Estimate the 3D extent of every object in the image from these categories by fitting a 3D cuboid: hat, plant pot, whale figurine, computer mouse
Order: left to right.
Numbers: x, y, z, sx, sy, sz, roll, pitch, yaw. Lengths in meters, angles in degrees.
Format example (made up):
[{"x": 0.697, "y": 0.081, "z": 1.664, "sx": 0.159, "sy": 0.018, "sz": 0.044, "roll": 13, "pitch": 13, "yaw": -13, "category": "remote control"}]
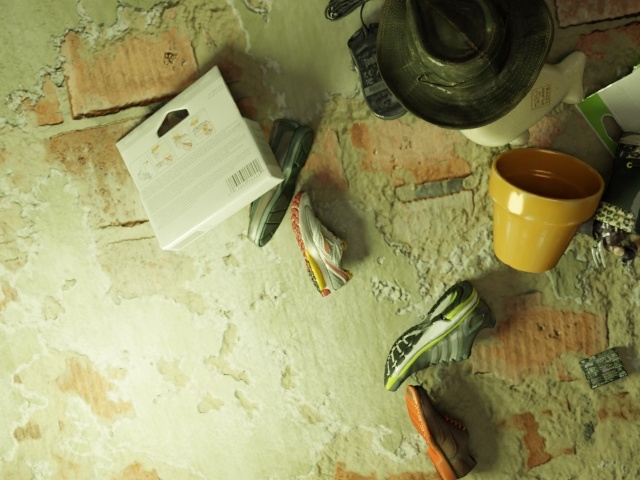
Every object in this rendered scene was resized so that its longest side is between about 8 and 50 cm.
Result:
[{"x": 0.139, "y": -0.374, "z": 1.372, "sx": 0.184, "sy": 0.060, "sz": 0.262, "roll": -25, "pitch": 92, "yaw": 18, "category": "computer mouse"}, {"x": 0.217, "y": -0.358, "z": 1.215, "sx": 0.331, "sy": 0.134, "sz": 0.332, "roll": -2, "pitch": 86, "yaw": 28, "category": "hat"}, {"x": 0.364, "y": -0.286, "z": 1.350, "sx": 0.271, "sy": 0.141, "sz": 0.216, "roll": -18, "pitch": 121, "yaw": -12, "category": "whale figurine"}, {"x": 0.415, "y": -0.050, "z": 1.382, "sx": 0.205, "sy": 0.205, "sz": 0.188, "roll": 8, "pitch": 124, "yaw": 4, "category": "plant pot"}]

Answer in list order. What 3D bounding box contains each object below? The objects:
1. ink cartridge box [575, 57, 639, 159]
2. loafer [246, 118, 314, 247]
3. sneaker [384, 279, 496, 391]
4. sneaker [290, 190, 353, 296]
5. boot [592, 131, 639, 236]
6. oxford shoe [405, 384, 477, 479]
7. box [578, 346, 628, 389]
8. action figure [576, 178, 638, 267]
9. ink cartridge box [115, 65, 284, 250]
[{"x": 0.642, "y": -0.264, "z": 1.338, "sx": 0.189, "sy": 0.097, "sz": 0.255, "roll": 49, "pitch": 140, "yaw": -10, "category": "ink cartridge box"}, {"x": -0.098, "y": -0.120, "z": 1.472, "sx": 0.084, "sy": 0.096, "sz": 0.268, "roll": 28, "pitch": 102, "yaw": 17, "category": "loafer"}, {"x": 0.250, "y": 0.229, "z": 1.528, "sx": 0.121, "sy": 0.111, "sz": 0.300, "roll": 39, "pitch": 110, "yaw": -11, "category": "sneaker"}, {"x": 0.000, "y": 0.000, "z": 1.503, "sx": 0.092, "sy": 0.088, "sz": 0.225, "roll": -23, "pitch": 105, "yaw": -8, "category": "sneaker"}, {"x": 0.634, "y": -0.083, "z": 1.305, "sx": 0.236, "sy": 0.085, "sz": 0.179, "roll": 23, "pitch": 99, "yaw": 21, "category": "boot"}, {"x": 0.268, "y": 0.418, "z": 1.600, "sx": 0.098, "sy": 0.097, "sz": 0.272, "roll": -28, "pitch": 113, "yaw": -6, "category": "oxford shoe"}, {"x": 0.610, "y": 0.276, "z": 1.546, "sx": 0.083, "sy": 0.018, "sz": 0.067, "roll": -27, "pitch": 103, "yaw": 14, "category": "box"}, {"x": 0.636, "y": -0.038, "z": 1.406, "sx": 0.284, "sy": 0.099, "sz": 0.186, "roll": -5, "pitch": 114, "yaw": 12, "category": "action figure"}, {"x": -0.251, "y": -0.162, "z": 1.463, "sx": 0.296, "sy": 0.066, "sz": 0.261, "roll": -31, "pitch": 75, "yaw": 21, "category": "ink cartridge box"}]
